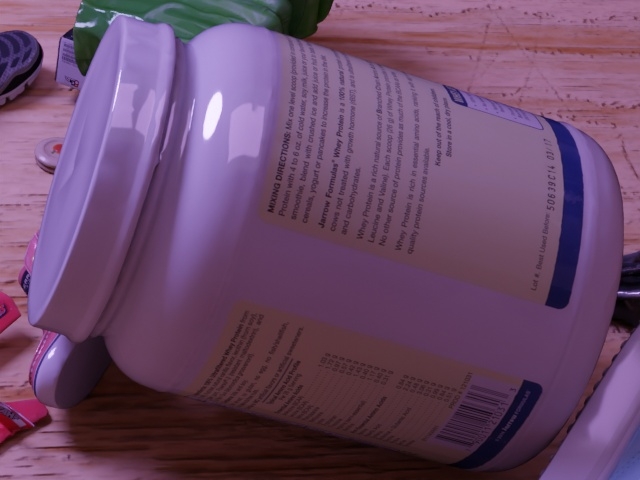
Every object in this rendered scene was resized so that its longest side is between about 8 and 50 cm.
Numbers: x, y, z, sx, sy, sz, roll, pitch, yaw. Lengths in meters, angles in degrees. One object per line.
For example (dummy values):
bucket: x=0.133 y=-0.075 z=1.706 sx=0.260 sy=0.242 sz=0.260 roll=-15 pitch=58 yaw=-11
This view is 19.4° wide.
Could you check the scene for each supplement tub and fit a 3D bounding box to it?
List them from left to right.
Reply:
supplement tub: x=0.000 y=0.000 z=1.179 sx=0.325 sy=0.235 sz=0.235 roll=16 pitch=38 yaw=-15

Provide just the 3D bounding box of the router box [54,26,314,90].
router box: x=-0.103 y=-0.141 z=1.509 sx=0.179 sy=0.046 sz=0.133 roll=21 pitch=34 yaw=12

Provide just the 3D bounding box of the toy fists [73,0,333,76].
toy fists: x=-0.073 y=-0.181 z=1.453 sx=0.142 sy=0.096 sz=0.279 roll=12 pitch=33 yaw=16

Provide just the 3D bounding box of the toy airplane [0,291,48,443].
toy airplane: x=-0.239 y=0.089 z=1.227 sx=0.151 sy=0.028 sz=0.151 roll=7 pitch=39 yaw=-6

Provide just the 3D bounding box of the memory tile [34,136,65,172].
memory tile: x=-0.138 y=-0.050 z=1.428 sx=0.113 sy=0.012 sz=0.148 roll=-27 pitch=52 yaw=-36

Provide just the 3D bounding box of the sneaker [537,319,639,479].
sneaker: x=0.208 y=0.173 z=1.162 sx=0.150 sy=0.135 sz=0.366 roll=31 pitch=51 yaw=11

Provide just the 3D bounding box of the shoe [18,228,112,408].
shoe: x=-0.174 y=0.046 z=1.269 sx=0.081 sy=0.063 sz=0.178 roll=18 pitch=35 yaw=11

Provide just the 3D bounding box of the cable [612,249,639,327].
cable: x=0.216 y=0.020 z=1.376 sx=0.287 sy=0.072 sz=0.139 roll=9 pitch=34 yaw=-1

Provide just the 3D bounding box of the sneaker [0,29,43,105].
sneaker: x=-0.291 y=-0.142 z=1.454 sx=0.170 sy=0.075 sz=0.063 roll=-17 pitch=47 yaw=-30
